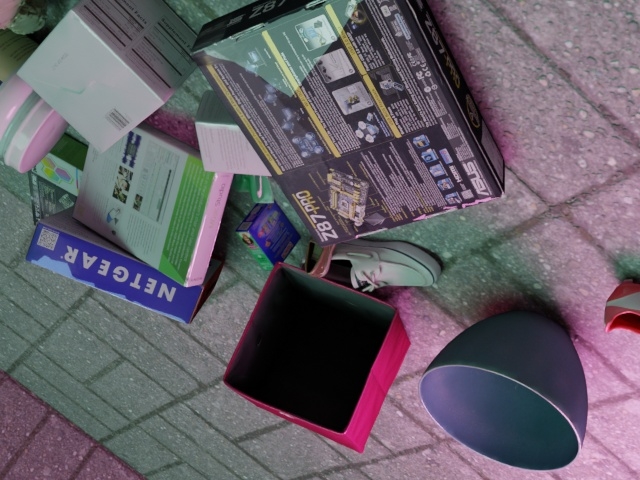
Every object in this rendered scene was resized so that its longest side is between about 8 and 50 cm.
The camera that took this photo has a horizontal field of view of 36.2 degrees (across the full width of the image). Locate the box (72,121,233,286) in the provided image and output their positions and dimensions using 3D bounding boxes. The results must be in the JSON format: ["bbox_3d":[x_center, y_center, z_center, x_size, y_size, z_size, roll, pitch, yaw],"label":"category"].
[{"bbox_3d":[-0.315,-0.085,1.809,0.322,0.058,0.232,29,111,31],"label":"box"}]

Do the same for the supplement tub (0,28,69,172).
[{"bbox_3d":[-0.626,-0.298,1.804,0.325,0.235,0.235,36,147,-4],"label":"supplement tub"}]

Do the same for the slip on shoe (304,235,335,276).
[{"bbox_3d":[0.000,0.000,1.764,0.051,0.135,0.041,21,-170,33],"label":"slip on shoe"}]

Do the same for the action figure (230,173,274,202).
[{"bbox_3d":[-0.145,-0.176,1.711,0.137,0.063,0.232,20,145,22],"label":"action figure"}]

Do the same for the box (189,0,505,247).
[{"bbox_3d":[0.050,-0.187,1.416,0.318,0.097,0.395,-18,126,24],"label":"box"}]

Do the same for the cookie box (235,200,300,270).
[{"bbox_3d":[-0.099,-0.011,1.860,0.040,0.092,0.107,-1,134,44],"label":"cookie box"}]

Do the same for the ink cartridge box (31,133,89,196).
[{"bbox_3d":[-0.555,-0.174,2.062,0.209,0.062,0.109,30,148,6],"label":"ink cartridge box"}]

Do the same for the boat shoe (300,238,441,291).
[{"bbox_3d":[0.085,0.049,1.783,0.267,0.088,0.096,15,143,26],"label":"boat shoe"}]

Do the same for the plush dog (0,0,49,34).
[{"bbox_3d":[-0.555,-0.471,1.593,0.225,0.210,0.262,60,145,7],"label":"plush dog"}]

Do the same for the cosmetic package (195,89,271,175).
[{"bbox_3d":[-0.079,-0.170,1.589,0.231,0.085,0.117,5,141,7],"label":"cosmetic package"}]

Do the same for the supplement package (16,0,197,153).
[{"bbox_3d":[-0.351,-0.300,1.650,0.204,0.145,0.262,45,146,-16],"label":"supplement package"}]

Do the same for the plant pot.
[{"bbox_3d":[0.342,0.238,1.711,0.290,0.195,0.290,22,145,17],"label":"plant pot"}]

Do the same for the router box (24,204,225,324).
[{"bbox_3d":[-0.375,0.039,1.954,0.335,0.082,0.301,22,-171,-2],"label":"router box"}]

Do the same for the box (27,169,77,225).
[{"bbox_3d":[-0.562,-0.074,2.202,0.183,0.056,0.231,27,146,7],"label":"box"}]

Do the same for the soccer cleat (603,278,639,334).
[{"bbox_3d":[0.554,0.125,1.478,0.248,0.095,0.083,13,142,29],"label":"soccer cleat"}]

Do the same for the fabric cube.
[{"bbox_3d":[0.001,0.229,1.870,0.254,0.259,0.258,21,165,16],"label":"fabric cube"}]
